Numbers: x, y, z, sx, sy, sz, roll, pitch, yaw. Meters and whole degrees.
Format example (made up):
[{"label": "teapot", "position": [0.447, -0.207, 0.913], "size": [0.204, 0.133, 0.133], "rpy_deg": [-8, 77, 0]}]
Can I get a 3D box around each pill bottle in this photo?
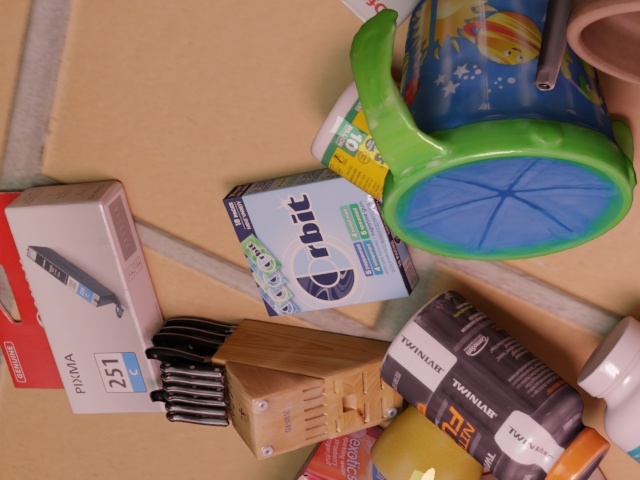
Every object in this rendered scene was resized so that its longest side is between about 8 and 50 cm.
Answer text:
[{"label": "pill bottle", "position": [0.194, 0.176, 1.707], "size": [0.245, 0.130, 0.130], "rpy_deg": [40, 128, 20]}, {"label": "pill bottle", "position": [0.401, 0.194, 1.654], "size": [0.264, 0.146, 0.146], "rpy_deg": [37, 126, 0]}, {"label": "pill bottle", "position": [0.105, -0.082, 1.647], "size": [0.208, 0.117, 0.117], "rpy_deg": [34, 126, 3]}]

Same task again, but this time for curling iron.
[{"label": "curling iron", "position": [0.222, -0.253, 1.433], "size": [0.035, 0.274, 0.068], "rpy_deg": [25, 150, -31]}]

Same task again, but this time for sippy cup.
[{"label": "sippy cup", "position": [0.171, -0.127, 1.501], "size": [0.240, 0.224, 0.305], "rpy_deg": [-7, 155, 12]}]

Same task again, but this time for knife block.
[{"label": "knife block", "position": [-0.063, 0.150, 1.886], "size": [0.275, 0.242, 0.088], "rpy_deg": [-15, 121, -19]}]

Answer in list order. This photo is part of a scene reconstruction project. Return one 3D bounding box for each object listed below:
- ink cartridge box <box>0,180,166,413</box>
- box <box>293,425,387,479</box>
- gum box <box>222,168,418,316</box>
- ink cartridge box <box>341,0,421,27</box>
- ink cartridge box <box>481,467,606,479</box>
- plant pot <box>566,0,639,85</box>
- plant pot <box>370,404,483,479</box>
[{"label": "ink cartridge box", "position": [-0.330, 0.077, 1.961], "size": [0.261, 0.066, 0.296], "rpy_deg": [-3, 116, 24]}, {"label": "box", "position": [0.000, 0.372, 1.928], "size": [0.142, 0.154, 0.300], "rpy_deg": [33, 125, 4]}, {"label": "gum box", "position": [0.000, 0.000, 1.786], "size": [0.184, 0.041, 0.157], "rpy_deg": [-10, 113, 27]}, {"label": "ink cartridge box", "position": [0.083, -0.326, 1.536], "size": [0.153, 0.087, 0.208], "rpy_deg": [44, 125, -4]}, {"label": "ink cartridge box", "position": [0.277, 0.406, 1.845], "size": [0.207, 0.117, 0.283], "rpy_deg": [-23, 106, 32]}, {"label": "plant pot", "position": [0.360, -0.260, 1.348], "size": [0.263, 0.263, 0.229], "rpy_deg": [9, 81, 19]}, {"label": "plant pot", "position": [0.137, 0.230, 1.812], "size": [0.134, 0.134, 0.095], "rpy_deg": [27, 109, 8]}]
